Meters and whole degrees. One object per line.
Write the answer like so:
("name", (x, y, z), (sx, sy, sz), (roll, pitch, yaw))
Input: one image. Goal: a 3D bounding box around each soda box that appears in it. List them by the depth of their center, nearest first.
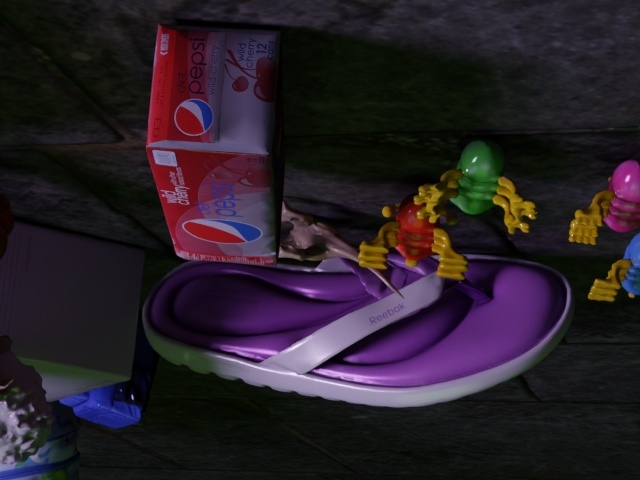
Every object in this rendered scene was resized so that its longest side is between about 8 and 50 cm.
("soda box", (-0.069, -0.061, 1.165), (0.083, 0.092, 0.263), (4, 163, 0))

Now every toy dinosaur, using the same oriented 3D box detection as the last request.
("toy dinosaur", (0.000, 0.000, 1.415), (0.093, 0.053, 0.183), (14, -177, -32))

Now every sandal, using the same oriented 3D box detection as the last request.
("sandal", (0.019, 0.062, 1.490), (0.416, 0.169, 0.102), (-2, 138, 19))

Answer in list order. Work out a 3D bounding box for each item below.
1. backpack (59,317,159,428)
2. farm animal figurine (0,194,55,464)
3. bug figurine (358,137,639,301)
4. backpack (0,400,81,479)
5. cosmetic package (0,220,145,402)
("backpack", (-0.235, 0.139, 1.839), (0.101, 0.120, 0.098), (24, 158, -26))
("farm animal figurine", (-0.405, 0.077, 1.326), (0.330, 0.172, 0.326), (-9, 120, -2))
("bug figurine", (0.176, -0.014, 1.304), (0.279, 0.072, 0.216), (9, 157, 0))
("backpack", (-0.461, 0.235, 1.993), (0.355, 0.273, 0.290), (-32, 167, 18))
("cosmetic package", (-0.324, 0.070, 1.598), (0.225, 0.138, 0.224), (13, 162, -31))
